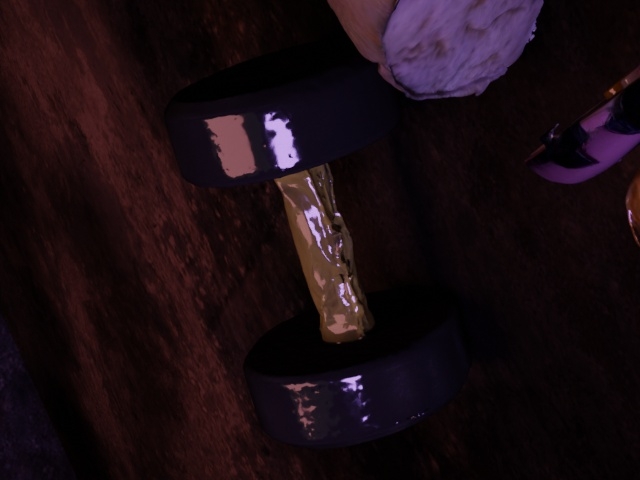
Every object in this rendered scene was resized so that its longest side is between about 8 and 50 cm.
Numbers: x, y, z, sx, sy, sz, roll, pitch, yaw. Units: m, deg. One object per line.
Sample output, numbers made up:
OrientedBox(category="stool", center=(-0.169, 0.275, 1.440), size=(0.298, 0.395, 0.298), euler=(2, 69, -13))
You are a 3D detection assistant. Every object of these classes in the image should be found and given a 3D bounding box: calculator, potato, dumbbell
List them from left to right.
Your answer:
OrientedBox(category="dumbbell", center=(0.000, 0.000, 1.726), size=(0.204, 0.204, 0.322), euler=(11, 121, 59))
OrientedBox(category="potato", center=(0.039, -0.247, 1.450), size=(0.264, 0.189, 0.211), euler=(55, 153, 21))
OrientedBox(category="calculator", center=(0.241, -0.117, 1.182), size=(0.043, 0.194, 0.294), euler=(54, 156, 3))

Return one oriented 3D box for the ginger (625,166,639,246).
OrientedBox(category="ginger", center=(0.299, -0.024, 1.078), size=(0.309, 0.107, 0.133), euler=(15, 114, 50))
